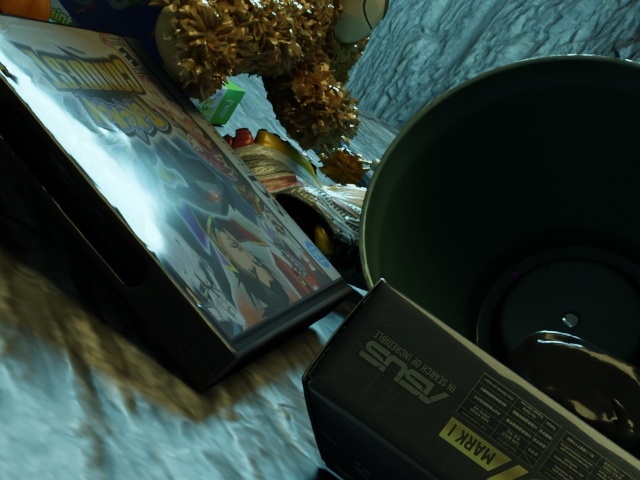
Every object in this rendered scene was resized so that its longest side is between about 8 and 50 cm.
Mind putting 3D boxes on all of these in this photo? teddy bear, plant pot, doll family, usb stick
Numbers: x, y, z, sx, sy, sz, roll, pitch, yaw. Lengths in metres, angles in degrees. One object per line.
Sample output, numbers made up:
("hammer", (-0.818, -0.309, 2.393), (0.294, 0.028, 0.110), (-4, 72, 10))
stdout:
("teddy bear", (-0.041, -0.193, 0.980), (0.338, 0.113, 0.245), (19, 44, -54))
("plant pot", (0.192, 0.030, 0.963), (0.293, 0.293, 0.196), (39, -14, 31))
("doll family", (0.047, -0.062, 1.290), (0.263, 0.118, 0.163), (32, 10, -5))
("usb stick", (0.119, 0.107, 0.647), (0.077, 0.045, 0.278), (27, -15, 11))

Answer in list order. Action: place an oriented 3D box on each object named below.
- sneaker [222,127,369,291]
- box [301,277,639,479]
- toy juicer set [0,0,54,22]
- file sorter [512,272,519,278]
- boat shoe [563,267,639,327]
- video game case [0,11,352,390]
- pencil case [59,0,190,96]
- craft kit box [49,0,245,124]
("sneaker", (0.000, 0.000, 1.018), (0.225, 0.088, 0.093), (27, 32, -31))
("box", (0.101, 0.128, 0.540), (0.232, 0.059, 0.183), (35, -16, 13))
("toy juicer set", (-0.222, -0.148, 0.964), (0.209, 0.089, 0.329), (38, 11, 30))
("file sorter", (0.291, -0.014, 1.320), (0.202, 0.182, 0.291), (41, -14, 39))
("boat shoe", (0.256, 0.091, 1.101), (0.136, 0.156, 0.367), (24, 14, -41))
("video game case", (-0.098, -0.036, 0.772), (0.248, 0.035, 0.275), (50, 14, 5))
("pencil case", (-0.187, -0.249, 1.032), (0.306, 0.133, 0.119), (57, 11, -32))
("craft kit box", (-0.226, -0.216, 1.384), (0.246, 0.061, 0.250), (37, 11, 6))
